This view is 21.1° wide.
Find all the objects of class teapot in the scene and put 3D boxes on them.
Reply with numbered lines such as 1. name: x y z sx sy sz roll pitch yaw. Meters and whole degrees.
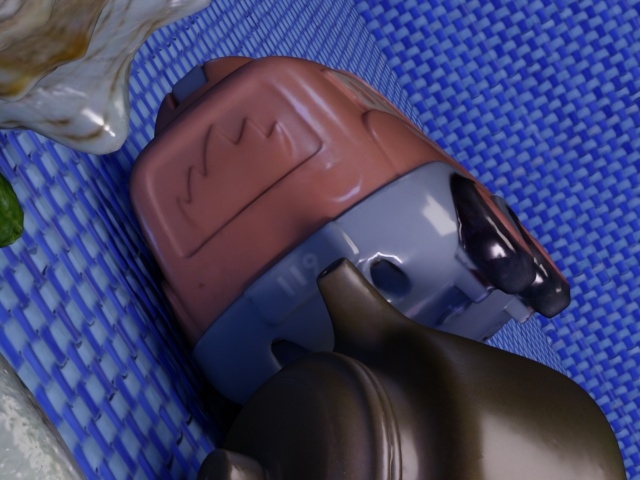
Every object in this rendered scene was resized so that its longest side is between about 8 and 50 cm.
1. teapot: 0.021 0.141 0.805 0.175 0.185 0.267 15 68 -28

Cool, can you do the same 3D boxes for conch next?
1. conch: -0.131 -0.139 0.805 0.386 0.170 0.203 -66 152 -74

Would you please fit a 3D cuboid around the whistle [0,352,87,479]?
1. whistle: -0.082 0.106 0.516 0.258 0.067 0.126 45 -17 25

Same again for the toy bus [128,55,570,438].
1. toy bus: 0.000 0.000 1.020 0.232 0.194 0.288 51 9 15

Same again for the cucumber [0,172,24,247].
1. cucumber: -0.163 -0.035 0.708 0.168 0.039 0.039 48 17 -56
